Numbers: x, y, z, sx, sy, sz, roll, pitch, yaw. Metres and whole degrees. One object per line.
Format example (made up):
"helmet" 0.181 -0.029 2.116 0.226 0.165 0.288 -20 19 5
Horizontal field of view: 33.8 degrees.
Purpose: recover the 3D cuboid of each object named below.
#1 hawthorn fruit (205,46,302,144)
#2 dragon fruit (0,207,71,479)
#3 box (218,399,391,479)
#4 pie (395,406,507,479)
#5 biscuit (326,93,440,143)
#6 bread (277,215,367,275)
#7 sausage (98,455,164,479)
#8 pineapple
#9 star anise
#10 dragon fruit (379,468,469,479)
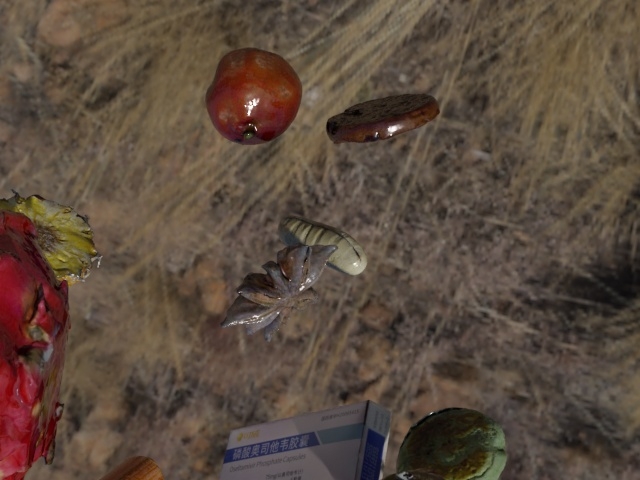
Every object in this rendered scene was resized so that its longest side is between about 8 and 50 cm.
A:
"hawthorn fruit" -0.115 -0.243 1.820 0.169 0.188 0.169 -1 127 -1
"dragon fruit" -0.359 0.102 0.995 0.249 0.386 0.371 -4 118 7
"box" -0.040 0.392 1.762 0.343 0.200 0.065 -20 136 41
"pie" 0.261 0.431 2.122 0.241 0.240 0.054 0 130 32
"biscuit" 0.100 -0.194 1.682 0.192 0.192 0.049 -1 115 34
"bread" 0.000 0.000 1.892 0.214 0.073 0.053 25 157 40
"sausage" -0.276 0.340 1.302 0.071 0.071 0.234 9 -167 18
"pineapple" -0.431 0.008 1.575 0.221 0.221 0.047 23 124 -9
"star anise" -0.052 0.063 1.485 0.065 0.182 0.195 52 -168 29
"dragon fruit" 0.118 0.415 1.246 0.250 0.269 0.291 32 -156 30
